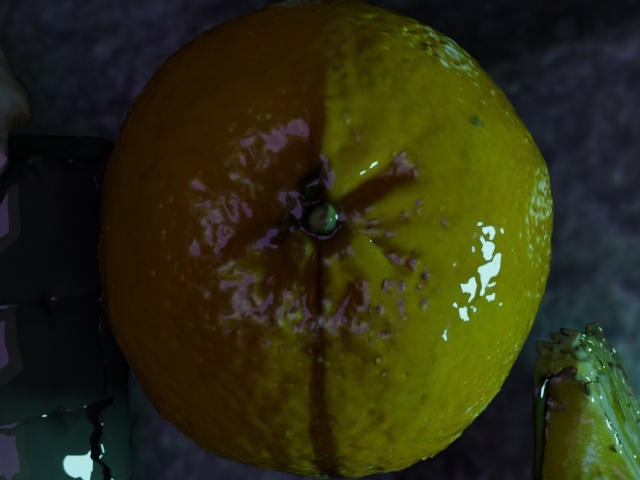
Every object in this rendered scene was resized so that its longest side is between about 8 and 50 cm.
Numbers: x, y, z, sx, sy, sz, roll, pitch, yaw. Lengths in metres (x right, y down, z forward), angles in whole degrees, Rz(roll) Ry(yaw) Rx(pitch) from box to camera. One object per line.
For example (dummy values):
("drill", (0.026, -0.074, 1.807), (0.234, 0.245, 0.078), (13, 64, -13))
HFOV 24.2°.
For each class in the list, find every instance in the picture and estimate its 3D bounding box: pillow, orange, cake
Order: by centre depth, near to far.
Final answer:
("orange", (0.000, 0.000, 0.596), (0.193, 0.161, 0.193), (1, 96, 12))
("cake", (0.109, 0.135, 0.644), (0.116, 0.080, 0.185), (-30, 99, 22))
("pillow", (-0.244, 0.064, 0.671), (0.326, 0.101, 0.228), (0, 96, 10))

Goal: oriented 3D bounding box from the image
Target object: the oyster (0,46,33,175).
("oyster", (-0.239, -0.056, 0.568), (0.233, 0.107, 0.161), (-22, 133, 5))
